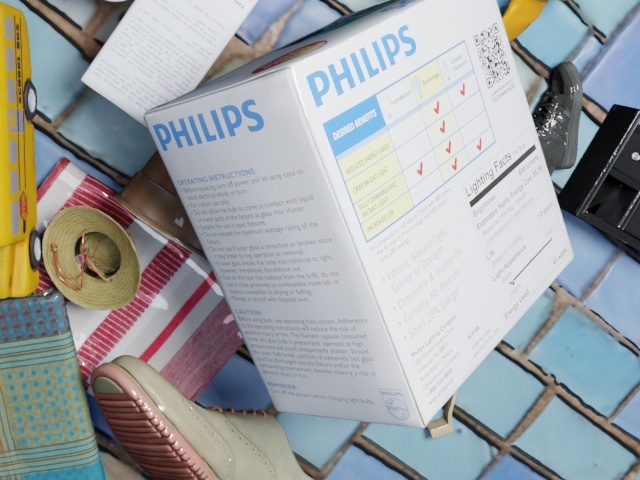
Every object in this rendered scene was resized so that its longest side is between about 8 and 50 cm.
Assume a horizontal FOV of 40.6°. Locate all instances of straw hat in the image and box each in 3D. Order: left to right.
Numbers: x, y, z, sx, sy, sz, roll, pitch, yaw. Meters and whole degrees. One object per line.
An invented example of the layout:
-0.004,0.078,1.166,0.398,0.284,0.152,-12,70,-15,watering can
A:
-0.261,0.012,1.048,0.144,0.061,0.145,9,115,21,straw hat

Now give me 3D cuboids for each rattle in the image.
0.237,-0.368,1.073,0.130,0.142,0.200,-35,92,-31,rattle

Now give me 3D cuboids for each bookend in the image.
0.426,-0.073,1.156,0.157,0.072,0.156,28,99,-15,bookend

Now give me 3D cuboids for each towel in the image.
-0.425,0.248,1.110,0.271,0.040,0.370,-7,108,-2,towel
-0.263,0.083,1.113,0.329,0.037,0.237,38,95,-16,towel

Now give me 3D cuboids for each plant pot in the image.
-0.131,-0.076,1.035,0.167,0.167,0.165,33,89,-15,plant pot

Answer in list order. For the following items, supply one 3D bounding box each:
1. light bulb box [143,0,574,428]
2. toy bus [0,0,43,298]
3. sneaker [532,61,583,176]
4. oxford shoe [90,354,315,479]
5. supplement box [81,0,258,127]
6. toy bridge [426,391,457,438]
0.064,-0.053,0.942,0.358,0.225,0.361,-37,112,-42,light bulb box
-0.390,-0.096,0.983,0.108,0.130,0.333,0,97,-3,toy bus
0.288,-0.143,1.127,0.089,0.051,0.170,-7,109,-11,sneaker
-0.137,0.265,1.131,0.397,0.140,0.146,54,54,-28,oxford shoe
-0.164,-0.245,1.002,0.114,0.111,0.220,34,97,-15,supplement box
0.160,0.188,1.209,0.063,0.026,0.188,-19,107,-4,toy bridge
